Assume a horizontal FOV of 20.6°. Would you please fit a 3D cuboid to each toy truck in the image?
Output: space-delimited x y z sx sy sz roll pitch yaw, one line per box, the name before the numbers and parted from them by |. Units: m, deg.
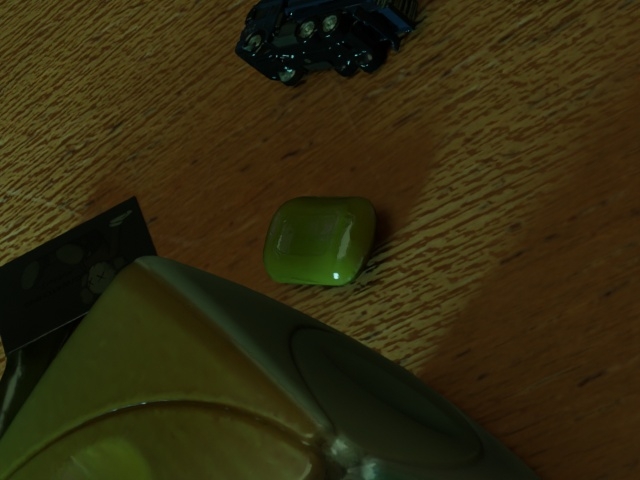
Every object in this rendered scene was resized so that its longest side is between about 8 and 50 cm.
toy truck | 0.007 -0.215 1.739 0.202 0.074 0.088 -7 60 45

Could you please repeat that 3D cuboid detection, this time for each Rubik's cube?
Rubik's cube | -0.040 0.256 1.318 0.352 0.351 0.347 -56 40 4

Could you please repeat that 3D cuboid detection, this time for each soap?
soap | 0.001 0.000 1.649 0.140 0.045 0.089 2 68 49

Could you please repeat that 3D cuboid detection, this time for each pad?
pad | -0.267 0.036 1.888 0.190 0.004 0.127 -28 47 2

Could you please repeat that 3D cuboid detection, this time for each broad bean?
broad bean | -0.320 0.138 1.899 0.075 0.067 0.325 -21 49 63
